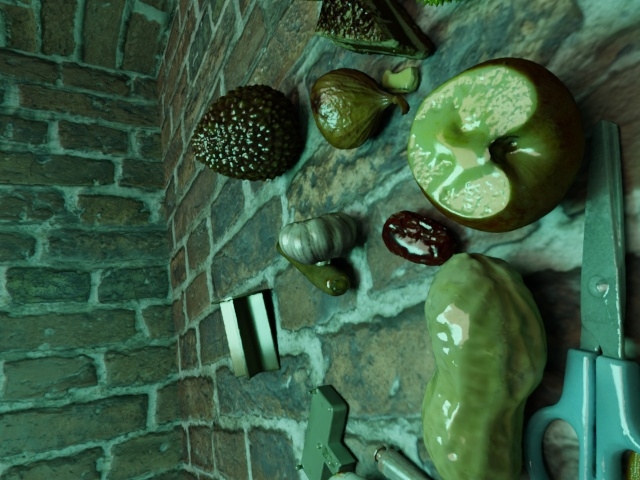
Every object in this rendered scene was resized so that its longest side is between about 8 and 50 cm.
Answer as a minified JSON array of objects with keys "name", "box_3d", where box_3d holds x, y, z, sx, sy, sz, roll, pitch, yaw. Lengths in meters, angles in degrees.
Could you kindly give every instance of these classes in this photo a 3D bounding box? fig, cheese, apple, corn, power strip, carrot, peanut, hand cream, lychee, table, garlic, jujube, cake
[{"name":"fig","box_3d":[0.078,-0.249,0.743,0.201,0.146,0.133,-4,42,50]},{"name":"cheese","box_3d":[0.137,-0.281,0.730,0.083,0.030,0.044,34,115,57]},{"name":"apple","box_3d":[0.206,-0.108,0.489,0.173,0.160,0.194,26,113,60]},{"name":"corn","box_3d":[0.323,0.245,0.419,0.028,0.027,0.083,-156,70,-78]},{"name":"power strip","box_3d":[0.013,0.439,0.889,0.145,0.061,0.215,29,114,56]},{"name":"carrot","box_3d":[-0.029,0.050,0.965,0.342,0.070,0.070,29,114,60]},{"name":"peanut","box_3d":[0.197,0.173,0.525,0.149,0.149,0.312,18,105,57]},{"name":"hand cream","box_3d":[0.165,0.402,0.669,0.210,0.043,0.067,21,115,52]},{"name":"lychee","box_3d":[-0.190,-0.260,1.046,0.271,0.272,0.271,-2,88,58]},{"name":"table","box_3d":[-0.200,0.263,1.172,0.167,0.167,0.226,-24,78,56]},{"name":"garlic","box_3d":[0.000,0.000,0.839,0.147,0.159,0.101,-13,95,45]},{"name":"jujube","box_3d":[0.155,-0.001,0.659,0.129,0.078,0.077,31,116,45]},{"name":"cake","box_3d":[0.084,-0.360,0.745,0.135,0.112,0.245,-56,48,46]}]

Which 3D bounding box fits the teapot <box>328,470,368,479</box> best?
[{"name":"teapot","box_3d":[0.072,0.483,0.745,0.145,0.092,0.226,47,139,6]}]

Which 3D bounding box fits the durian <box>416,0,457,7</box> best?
[{"name":"durian","box_3d":[0.161,-0.422,0.570,0.146,0.159,0.198,-27,65,56]}]

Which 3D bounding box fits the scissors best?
[{"name":"scissors","box_3d":[0.299,0.090,0.444,0.193,0.029,0.446,171,103,-73]}]
